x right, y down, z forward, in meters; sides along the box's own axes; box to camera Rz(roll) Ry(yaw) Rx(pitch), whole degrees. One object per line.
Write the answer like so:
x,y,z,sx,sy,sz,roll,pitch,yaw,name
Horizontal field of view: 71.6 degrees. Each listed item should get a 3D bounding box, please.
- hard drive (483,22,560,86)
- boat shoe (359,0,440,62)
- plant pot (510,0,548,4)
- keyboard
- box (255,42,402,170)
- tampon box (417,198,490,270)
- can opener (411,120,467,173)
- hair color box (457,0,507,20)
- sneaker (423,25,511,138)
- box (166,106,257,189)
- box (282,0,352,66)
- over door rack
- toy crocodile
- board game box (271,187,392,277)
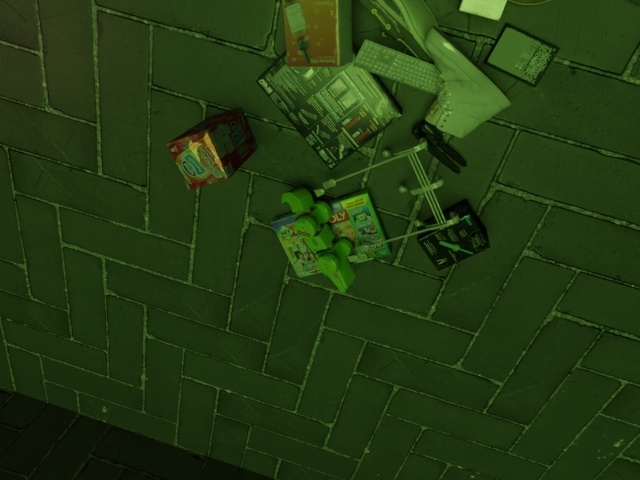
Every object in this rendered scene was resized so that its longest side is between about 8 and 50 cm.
0.467,-0.431,1.034,0.135,0.022,0.094,24,122,-2,hard drive
0.167,-0.523,1.007,0.305,0.109,0.091,43,144,-23,boat shoe
0.456,-0.624,0.921,0.236,0.032,0.237,5,120,9,plant pot
0.205,-0.405,1.052,0.255,0.014,0.072,12,152,-18,keyboard
0.023,-0.373,1.138,0.242,0.077,0.307,-35,107,27,box
0.371,-0.015,1.249,0.160,0.101,0.120,-29,109,27,tampon box
0.311,-0.240,1.161,0.059,0.073,0.186,-40,114,20,can opener
0.362,-0.562,0.928,0.092,0.053,0.167,17,123,3,hair color box
0.298,-0.344,1.032,0.292,0.108,0.169,28,128,-33,sneaker
-0.275,-0.249,1.171,0.122,0.257,0.128,-12,116,17,box
-0.004,-0.476,0.975,0.129,0.091,0.171,8,120,21,box
0.179,-0.110,1.206,0.323,0.108,0.240,-21,107,24,over door rack
0.000,0.000,1.285,0.105,0.115,0.341,-15,114,41,toy crocodile
0.034,-0.016,1.359,0.316,0.046,0.214,-16,115,21,board game box
